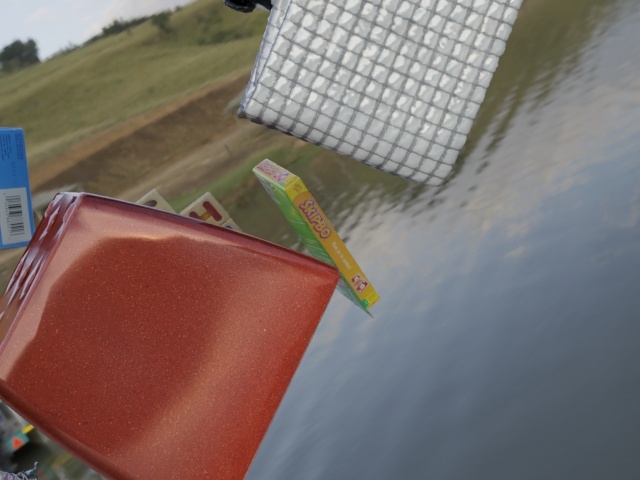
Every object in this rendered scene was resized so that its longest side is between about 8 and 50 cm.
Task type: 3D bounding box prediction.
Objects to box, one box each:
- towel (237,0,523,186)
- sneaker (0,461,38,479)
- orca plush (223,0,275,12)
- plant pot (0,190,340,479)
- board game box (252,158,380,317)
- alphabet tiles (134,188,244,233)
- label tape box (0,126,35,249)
[{"bbox_3d":[0.065,-0.223,0.871,0.121,0.235,0.284,-142,73,-80],"label":"towel"},{"bbox_3d":[-0.427,0.334,1.173,0.038,0.098,0.069,15,44,36],"label":"sneaker"},{"bbox_3d":[-0.119,-0.480,1.371,0.151,0.287,0.102,-28,-28,-13],"label":"orca plush"},{"bbox_3d":[-0.181,0.083,0.814,0.267,0.235,0.267,-64,24,-8],"label":"plant pot"},{"bbox_3d":[0.000,0.000,1.216,0.039,0.259,0.124,-37,29,-10],"label":"board game box"},{"bbox_3d":[-0.223,0.085,1.312,0.285,0.342,0.011,-36,36,3],"label":"alphabet tiles"},{"bbox_3d":[-0.749,-0.100,1.710,0.333,0.241,0.106,-1,6,29],"label":"label tape box"}]
